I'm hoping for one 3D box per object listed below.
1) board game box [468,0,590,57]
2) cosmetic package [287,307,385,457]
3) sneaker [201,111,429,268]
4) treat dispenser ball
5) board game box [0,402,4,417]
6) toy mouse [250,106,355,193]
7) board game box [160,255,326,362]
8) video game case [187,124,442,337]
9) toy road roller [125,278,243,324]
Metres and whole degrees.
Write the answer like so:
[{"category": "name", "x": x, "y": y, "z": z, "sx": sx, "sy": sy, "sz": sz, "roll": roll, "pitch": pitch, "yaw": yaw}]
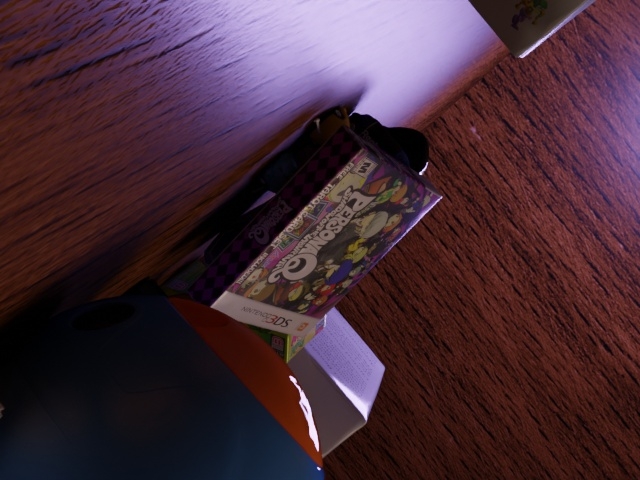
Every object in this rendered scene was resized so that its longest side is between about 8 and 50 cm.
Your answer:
[{"category": "board game box", "x": 0.267, "y": -0.293, "z": 0.859, "sx": 0.303, "sy": 0.097, "sz": 0.224, "roll": -40, "pitch": -179, "yaw": 40}, {"category": "cosmetic package", "x": -0.128, "y": 0.229, "z": 1.849, "sx": 0.327, "sy": 0.329, "sz": 0.394, "roll": -40, "pitch": 178, "yaw": 9}, {"category": "sneaker", "x": 0.010, "y": -0.055, "z": 1.298, "sx": 0.315, "sy": 0.127, "sz": 0.182, "roll": -31, "pitch": 159, "yaw": -28}, {"category": "treat dispenser ball", "x": -0.140, "y": 0.186, "z": 0.874, "sx": 0.288, "sy": 0.288, "sz": 0.288, "roll": -41, "pitch": 179, "yaw": -1}, {"category": "board game box", "x": -0.325, "y": 0.183, "z": 0.623, "sx": 0.305, "sy": 0.053, "sz": 0.193, "roll": -41, "pitch": 180, "yaw": -9}, {"category": "toy mouse", "x": -0.016, "y": -0.082, "z": 1.153, "sx": 0.143, "sy": 0.031, "sz": 0.161, "roll": -41, "pitch": 179, "yaw": 25}, {"category": "board game box", "x": -0.094, "y": 0.080, "z": 1.362, "sx": 0.092, "sy": 0.181, "sz": 0.043, "roll": -39, "pitch": 140, "yaw": -51}, {"category": "video game case", "x": 0.000, "y": 0.000, "z": 1.177, "sx": 0.232, "sy": 0.042, "sz": 0.210, "roll": -46, "pitch": 153, "yaw": 11}, {"category": "toy road roller", "x": -0.211, "y": 0.202, "z": 1.251, "sx": 0.329, "sy": 0.202, "sz": 0.240, "roll": -42, "pitch": 179, "yaw": 3}]
